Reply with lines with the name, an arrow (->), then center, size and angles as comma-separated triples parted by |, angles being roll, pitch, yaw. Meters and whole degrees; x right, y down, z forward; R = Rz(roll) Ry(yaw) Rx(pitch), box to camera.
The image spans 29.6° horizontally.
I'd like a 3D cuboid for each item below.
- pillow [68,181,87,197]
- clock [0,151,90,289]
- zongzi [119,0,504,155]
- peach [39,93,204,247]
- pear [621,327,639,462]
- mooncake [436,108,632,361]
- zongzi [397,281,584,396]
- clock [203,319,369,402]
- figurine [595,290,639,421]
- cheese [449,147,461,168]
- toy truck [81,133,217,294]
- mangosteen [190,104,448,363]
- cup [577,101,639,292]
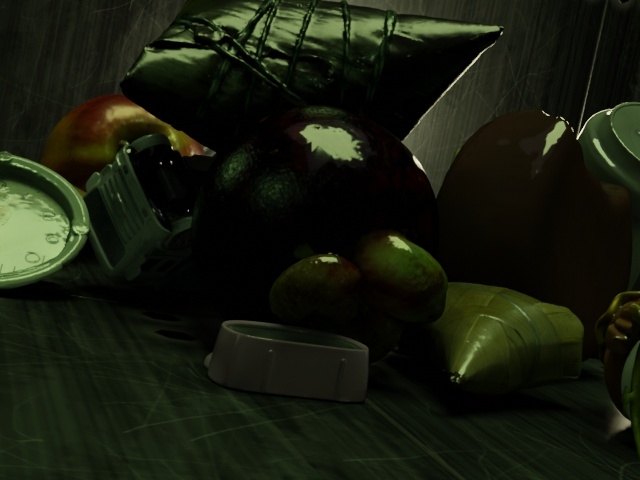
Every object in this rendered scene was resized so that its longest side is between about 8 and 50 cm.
pillow -> -0.460, -0.052, 1.583 | 0.310, 0.119, 0.312 | 13, 12, 8
clock -> -0.383, -0.015, 1.384 | 0.236, 0.053, 0.236 | 10, 41, -9
zongzi -> 0.009, -0.204, 1.430 | 0.383, 0.362, 0.319 | 37, 34, -18
peach -> -0.304, -0.093, 1.840 | 0.281, 0.238, 0.281 | -27, -6, -3
pear -> 0.385, 0.164, 0.843 | 0.281, 0.176, 0.286 | 9, 9, -46
mooncake -> 0.262, -0.001, 1.532 | 0.174, 0.334, 0.325 | 6, 13, 40
zongzi -> 0.129, 0.112, 1.303 | 0.228, 0.115, 0.256 | 9, 14, 39
clock -> -0.034, 0.110, 1.146 | 0.152, 0.050, 0.110 | 10, 5, -23
figurine -> 0.366, 0.133, 1.250 | 0.142, 0.190, 0.263 | -29, 5, 7
cheese -> 0.236, 0.001, 1.770 | 0.123, 0.266, 0.242 | 13, 4, 13
toy truck -> -0.141, -0.023, 1.547 | 0.367, 0.175, 0.146 | 6, 51, -55
mangosteen -> 0.000, 0.000, 1.288 | 0.288, 0.288, 0.288 | 11, 5, -1
cup -> 0.448, -0.005, 1.851 | 0.236, 0.327, 0.323 | 24, 39, -3
